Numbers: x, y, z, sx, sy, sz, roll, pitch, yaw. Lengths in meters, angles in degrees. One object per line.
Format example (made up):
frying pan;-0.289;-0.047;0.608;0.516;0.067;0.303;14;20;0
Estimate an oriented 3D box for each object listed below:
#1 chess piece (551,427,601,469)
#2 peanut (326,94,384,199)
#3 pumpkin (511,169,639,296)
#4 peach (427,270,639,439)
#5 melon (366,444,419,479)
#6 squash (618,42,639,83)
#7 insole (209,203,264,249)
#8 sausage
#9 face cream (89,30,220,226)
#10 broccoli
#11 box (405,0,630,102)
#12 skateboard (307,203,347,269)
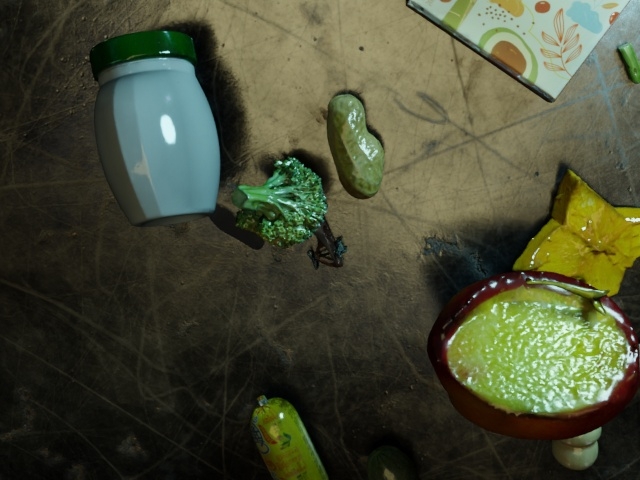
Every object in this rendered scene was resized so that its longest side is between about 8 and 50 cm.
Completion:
chess piece;0.579;0.402;1.830;0.143;0.142;0.260;-3;116;7
peanut;0.073;-0.196;1.684;0.108;0.095;0.225;-20;103;-4
pumpkin;0.588;0.009;1.702;0.290;0.095;0.258;24;105;-7
peach;0.423;0.234;1.632;0.406;0.310;0.334;-2;72;8
melon;0.177;0.566;1.922;0.114;0.114;0.167;-24;105;13
squash;0.623;-0.353;1.610;0.028;0.027;0.083;-26;105;13
insole;-0.192;-0.031;1.812;0.153;0.002;0.053;34;109;-6
sausage;-0.071;0.516;1.924;0.123;0.123;0.347;-21;106;12
face cream;-0.323;-0.214;1.600;0.220;0.312;0.356;-11;88;10
broccoli;-0.106;-0.080;1.681;0.220;0.194;0.194;-32;104;37
box;0.409;-0.518;1.523;0.345;0.122;0.385;33;109;-6
skateboard;0.000;0.000;1.778;0.080;0.067;0.151;-19;110;21
